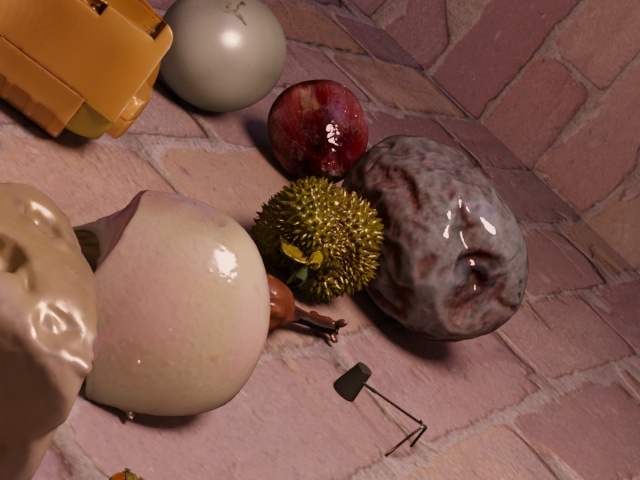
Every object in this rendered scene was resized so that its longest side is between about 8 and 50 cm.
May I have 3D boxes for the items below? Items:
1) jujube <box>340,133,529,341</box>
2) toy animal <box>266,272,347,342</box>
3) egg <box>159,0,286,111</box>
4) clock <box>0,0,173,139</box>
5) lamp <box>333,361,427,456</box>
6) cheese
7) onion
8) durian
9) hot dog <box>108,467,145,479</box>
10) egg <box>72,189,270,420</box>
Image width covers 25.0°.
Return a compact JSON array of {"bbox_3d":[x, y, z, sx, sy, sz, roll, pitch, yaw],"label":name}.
[{"bbox_3d":[0.140,-0.006,1.974,0.308,0.215,0.246,48,-16,57],"label":"jujube"},{"bbox_3d":[-0.062,0.071,1.667,0.229,0.066,0.224,26,2,-11],"label":"toy animal"},{"bbox_3d":[-0.141,-0.280,2.124,0.183,0.183,0.264,44,13,11],"label":"egg"},{"bbox_3d":[-0.299,-0.254,1.776,0.244,0.200,0.317,40,10,-8],"label":"clock"},{"bbox_3d":[0.069,0.187,1.656,0.121,0.054,0.041,50,21,28],"label":"lamp"},{"bbox_3d":[-0.290,0.039,1.124,0.251,0.174,0.248,31,21,-10],"label":"cheese"},{"bbox_3d":[0.000,-0.147,2.154,0.159,0.159,0.195,29,31,-32],"label":"onion"},{"bbox_3d":[-0.004,-0.011,1.825,0.159,0.146,0.198,46,6,31],"label":"durian"},{"bbox_3d":[-0.160,0.220,1.186,0.037,0.021,0.083,15,26,-8],"label":"hot dog"},{"bbox_3d":[-0.137,0.035,1.390,0.206,0.162,0.271,17,29,-18],"label":"egg"}]
